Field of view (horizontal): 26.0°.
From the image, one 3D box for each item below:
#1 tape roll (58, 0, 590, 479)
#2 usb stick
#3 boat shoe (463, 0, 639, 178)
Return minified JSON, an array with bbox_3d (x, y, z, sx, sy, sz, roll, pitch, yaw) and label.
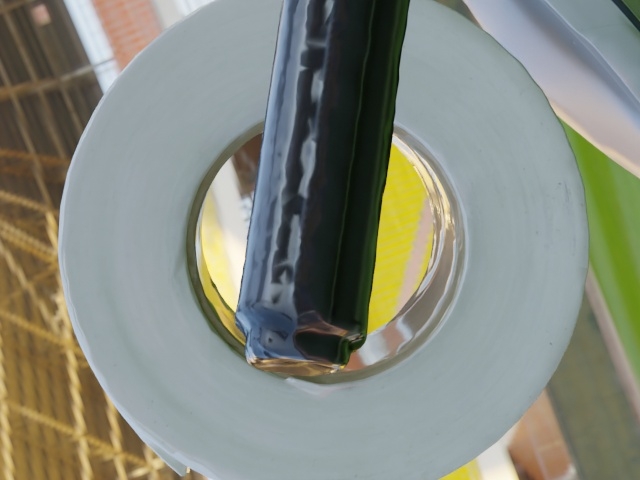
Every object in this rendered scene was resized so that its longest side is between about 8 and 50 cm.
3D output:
[{"bbox_3d":[0.000,0.000,0.775,0.100,0.286,0.286,-124,12,-84],"label":"tape roll"},{"bbox_3d":[0.009,-0.093,0.483,0.077,0.045,0.277,142,136,-75],"label":"usb stick"},{"bbox_3d":[0.141,-0.202,0.810,0.367,0.156,0.136,48,174,0],"label":"boat shoe"}]
